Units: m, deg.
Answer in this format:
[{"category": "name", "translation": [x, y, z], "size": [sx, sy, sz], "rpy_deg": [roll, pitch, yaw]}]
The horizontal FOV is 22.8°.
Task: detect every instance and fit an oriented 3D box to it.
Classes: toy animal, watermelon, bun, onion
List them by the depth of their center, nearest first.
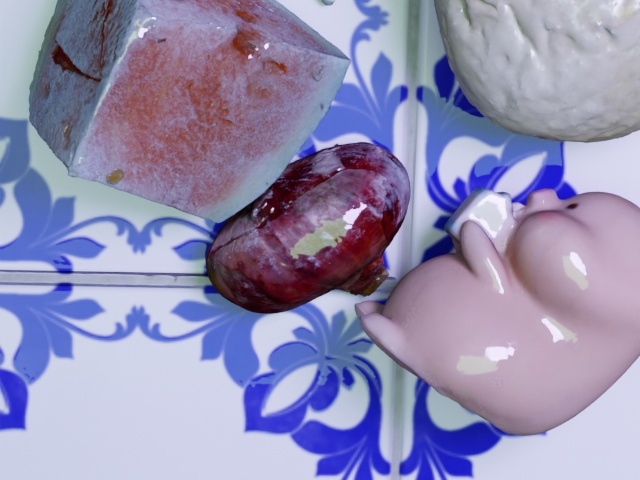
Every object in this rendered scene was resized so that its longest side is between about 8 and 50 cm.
[{"category": "watermelon", "translation": [-0.122, -0.144, 1.352], "size": [0.262, 0.201, 0.213], "rpy_deg": [29, 100, -5]}, {"category": "bun", "translation": [0.243, -0.253, 1.358], "size": [0.349, 0.227, 0.352], "rpy_deg": [39, 96, -12]}, {"category": "toy animal", "translation": [0.192, 0.051, 1.435], "size": [0.256, 0.195, 0.213], "rpy_deg": [-45, 93, 5]}, {"category": "onion", "translation": [0.000, 0.000, 1.443], "size": [0.206, 0.098, 0.151], "rpy_deg": [-43, 99, 2]}]

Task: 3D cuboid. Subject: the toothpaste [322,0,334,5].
[{"category": "toothpaste", "translation": [-0.050, -0.295, 1.423], "size": [0.204, 0.031, 0.049], "rpy_deg": [41, 94, -13]}]
